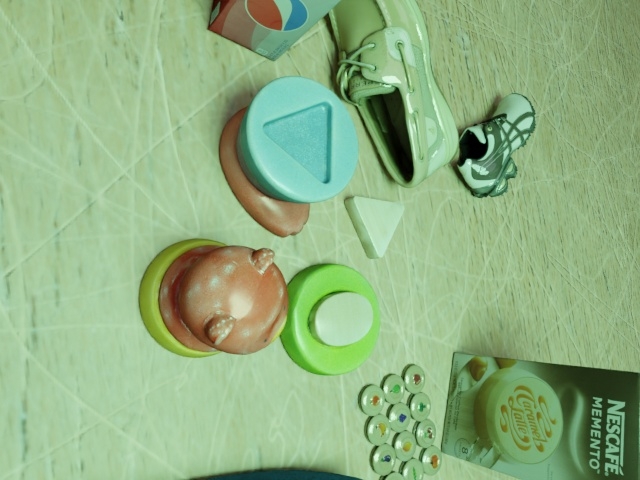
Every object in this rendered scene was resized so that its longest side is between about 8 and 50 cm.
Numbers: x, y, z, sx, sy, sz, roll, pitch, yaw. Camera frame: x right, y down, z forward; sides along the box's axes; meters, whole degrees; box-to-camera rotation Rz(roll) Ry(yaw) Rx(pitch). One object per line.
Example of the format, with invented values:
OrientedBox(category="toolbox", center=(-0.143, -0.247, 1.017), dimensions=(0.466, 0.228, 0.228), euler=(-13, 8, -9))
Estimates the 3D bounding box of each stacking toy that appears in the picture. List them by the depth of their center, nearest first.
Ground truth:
OrientedBox(category="stacking toy", center=(0.000, 0.000, 0.502), dimensions=(0.279, 0.130, 0.309), euler=(28, 69, -26))

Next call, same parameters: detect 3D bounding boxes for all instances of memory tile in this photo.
OrientedBox(category="memory tile", center=(0.105, 0.243, 0.605), dimensions=(0.113, 0.012, 0.148), euler=(-12, 90, -33))

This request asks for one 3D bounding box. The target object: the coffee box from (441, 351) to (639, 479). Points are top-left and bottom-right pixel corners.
OrientedBox(category="coffee box", center=(0.280, 0.222, 0.582), dimensions=(0.098, 0.246, 0.141), euler=(20, 72, -29))

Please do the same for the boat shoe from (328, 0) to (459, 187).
OrientedBox(category="boat shoe", center=(0.075, -0.212, 0.599), dimensions=(0.098, 0.109, 0.303), euler=(-38, 109, -32))

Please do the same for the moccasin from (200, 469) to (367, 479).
OrientedBox(category="moccasin", center=(-0.085, 0.286, 0.424), dimensions=(0.341, 0.137, 0.117), euler=(5, 85, -18))

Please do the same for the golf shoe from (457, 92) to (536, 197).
OrientedBox(category="golf shoe", center=(0.268, -0.165, 0.733), dimensions=(0.093, 0.077, 0.198), euler=(34, 65, -24))

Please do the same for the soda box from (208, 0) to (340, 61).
OrientedBox(category="soda box", center=(-0.015, -0.276, 0.451), dimensions=(0.092, 0.263, 0.084), euler=(15, 76, -30))
